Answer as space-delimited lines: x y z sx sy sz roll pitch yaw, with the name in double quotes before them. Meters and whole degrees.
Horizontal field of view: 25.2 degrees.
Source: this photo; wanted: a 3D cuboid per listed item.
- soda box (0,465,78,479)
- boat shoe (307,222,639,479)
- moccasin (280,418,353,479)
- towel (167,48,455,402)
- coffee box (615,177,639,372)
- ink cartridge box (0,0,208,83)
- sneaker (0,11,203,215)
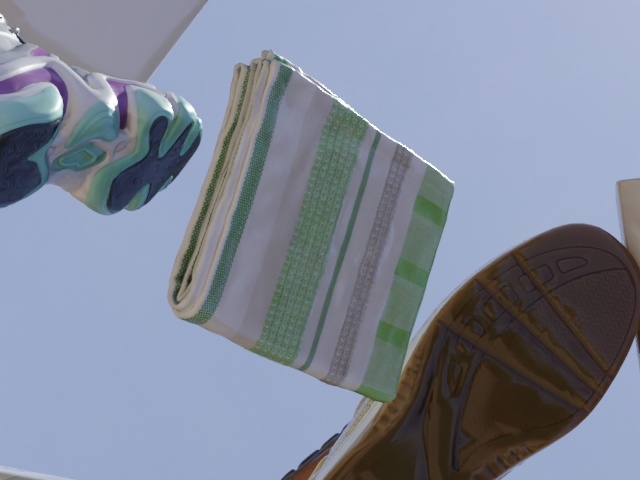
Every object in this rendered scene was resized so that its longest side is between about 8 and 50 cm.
"soda box" -0.253 0.198 0.979 0.286 0.091 0.098 3 -102 36
"boat shoe" 0.075 0.108 0.859 0.109 0.302 0.098 43 -16 -4
"moccasin" 0.116 0.213 1.556 0.147 0.380 0.139 39 -30 22
"towel" 0.000 0.000 0.609 0.023 0.152 0.113 11 -102 38
"coffee box" 0.273 0.081 0.910 0.141 0.098 0.247 -6 -100 11
"ink cartridge box" -0.123 -0.197 0.746 0.201 0.278 0.117 16 -24 49
"sneaker" -0.075 -0.041 0.360 0.069 0.098 0.038 44 -74 19
